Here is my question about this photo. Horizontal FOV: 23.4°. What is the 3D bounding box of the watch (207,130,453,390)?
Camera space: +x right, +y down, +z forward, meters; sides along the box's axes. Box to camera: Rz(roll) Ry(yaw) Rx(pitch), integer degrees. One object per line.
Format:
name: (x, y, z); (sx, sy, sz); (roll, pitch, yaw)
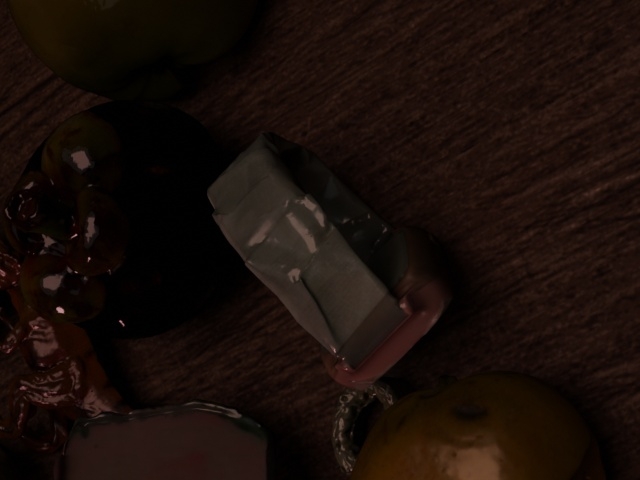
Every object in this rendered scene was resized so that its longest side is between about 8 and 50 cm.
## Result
watch: (0.000, 0.000, 1.577); (0.241, 0.253, 0.162); (42, 103, -13)

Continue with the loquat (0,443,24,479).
loquat: (-0.448, 0.320, 1.840); (0.227, 0.179, 0.179); (-25, 72, 40)

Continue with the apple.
apple: (-0.226, -0.306, 1.753); (0.295, 0.233, 0.258); (-27, 69, 25)

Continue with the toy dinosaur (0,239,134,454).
toy dinosaur: (-0.295, 0.185, 1.810); (0.432, 0.097, 0.208); (47, 111, 4)

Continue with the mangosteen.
mangosteen: (-0.230, -0.030, 1.694); (0.287, 0.287, 0.233); (-51, 42, 15)

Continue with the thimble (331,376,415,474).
thimble: (0.056, 0.198, 1.630); (0.084, 0.062, 0.110); (31, 99, 30)

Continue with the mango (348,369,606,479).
mango: (0.139, 0.297, 1.517); (0.253, 0.182, 0.365); (26, 109, 25)

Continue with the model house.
model house: (-0.153, 0.328, 1.665); (0.237, 0.202, 0.237); (-7, 123, -5)
